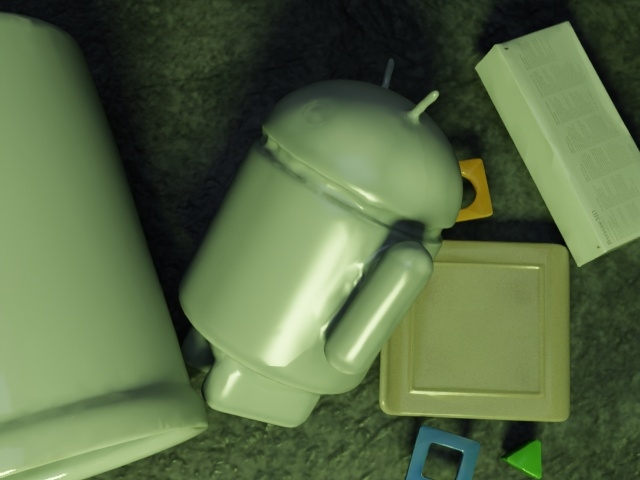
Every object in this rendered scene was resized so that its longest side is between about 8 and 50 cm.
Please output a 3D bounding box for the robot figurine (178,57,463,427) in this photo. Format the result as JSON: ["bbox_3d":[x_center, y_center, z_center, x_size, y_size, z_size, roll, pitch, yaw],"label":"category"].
[{"bbox_3d":[0.000,0.000,0.945,0.200,0.300,0.353,19,107,-35],"label":"robot figurine"}]

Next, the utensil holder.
[{"bbox_3d":[-0.313,0.036,0.912,0.328,0.327,0.385,-19,78,-3],"label":"utensil holder"}]

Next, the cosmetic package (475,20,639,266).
[{"bbox_3d":[0.261,-0.102,1.048,0.099,0.060,0.239,-21,79,-24],"label":"cosmetic package"}]

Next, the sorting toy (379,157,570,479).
[{"bbox_3d":[0.157,0.089,1.035,0.196,0.047,0.347,3,80,-3],"label":"sorting toy"}]
